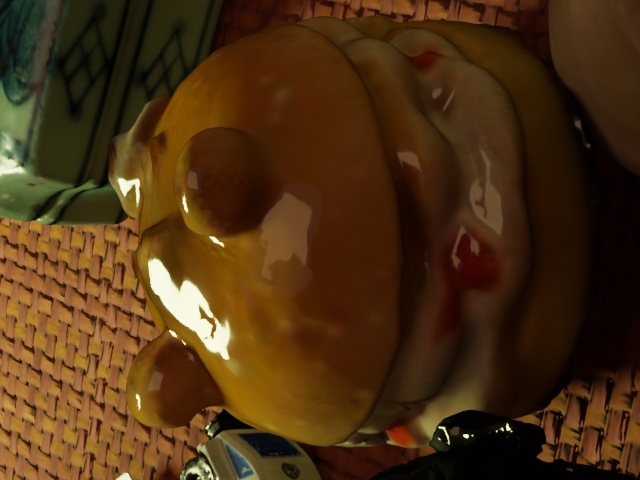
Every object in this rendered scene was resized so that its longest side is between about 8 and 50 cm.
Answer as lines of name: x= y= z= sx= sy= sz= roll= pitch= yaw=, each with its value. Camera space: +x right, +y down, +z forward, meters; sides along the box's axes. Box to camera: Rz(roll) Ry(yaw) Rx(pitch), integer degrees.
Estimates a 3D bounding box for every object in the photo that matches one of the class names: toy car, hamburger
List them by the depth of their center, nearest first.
hamburger: x=0.000 y=0.000 z=1.001 sx=0.276 sy=0.237 sz=0.276 roll=27 pitch=121 yaw=60
toy car: x=-0.032 y=0.190 z=1.178 sx=0.070 sy=0.080 sz=0.171 roll=-47 pitch=55 yaw=33

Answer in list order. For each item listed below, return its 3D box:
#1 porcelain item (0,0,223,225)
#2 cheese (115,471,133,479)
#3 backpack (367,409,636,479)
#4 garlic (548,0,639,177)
porcelain item: x=-0.221 y=-0.172 z=1.344 sx=0.281 sy=0.157 sz=0.286 roll=34 pitch=112 yaw=44
cheese: x=-0.120 y=0.261 z=1.297 sx=0.105 sy=0.042 sz=0.191 roll=-52 pitch=56 yaw=35
backpack: x=0.169 y=0.259 z=0.819 sx=0.445 sy=0.255 sz=0.363 roll=-9 pitch=99 yaw=47
garlic: x=0.204 y=-0.135 z=0.917 sx=0.217 sy=0.110 sz=0.228 roll=-49 pitch=55 yaw=39
